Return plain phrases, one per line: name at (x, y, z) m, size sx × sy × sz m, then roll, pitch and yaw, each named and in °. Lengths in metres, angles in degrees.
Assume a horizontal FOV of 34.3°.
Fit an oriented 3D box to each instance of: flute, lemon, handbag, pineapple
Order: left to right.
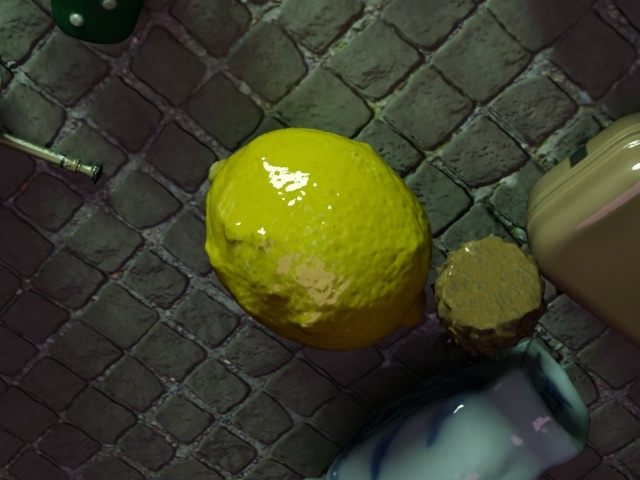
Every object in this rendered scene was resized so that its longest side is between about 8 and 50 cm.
flute at (-0.373, -0.119, 1.235) m, size 0.233 × 0.027 × 0.027 m, roll 21°, pitch 123°, yaw -6°
lemon at (0.000, 0.000, 1.143) m, size 0.288 × 0.233 × 0.233 m, roll 39°, pitch 119°, yaw -5°
pineapple at (0.183, 0.081, 1.180) m, size 0.128 × 0.128 × 0.248 m, roll 6°, pitch 164°, yaw 4°
handbag at (0.407, -0.011, 1.137) m, size 0.302 × 0.149 × 0.283 m, roll 36°, pitch 122°, yaw -13°

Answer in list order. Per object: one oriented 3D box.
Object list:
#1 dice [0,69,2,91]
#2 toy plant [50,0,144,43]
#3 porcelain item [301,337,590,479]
dice at (-0.522, -0.141, 1.048) m, size 0.304 × 0.304 × 0.277 m, roll -37°, pitch 110°, yaw 13°
toy plant at (-0.223, -0.318, 1.038) m, size 0.232 × 0.112 × 0.243 m, roll 34°, pitch 126°, yaw -20°
porcelain item at (0.134, 0.291, 1.313) m, size 0.405 × 0.242 × 0.178 m, roll -39°, pitch 87°, yaw 22°
